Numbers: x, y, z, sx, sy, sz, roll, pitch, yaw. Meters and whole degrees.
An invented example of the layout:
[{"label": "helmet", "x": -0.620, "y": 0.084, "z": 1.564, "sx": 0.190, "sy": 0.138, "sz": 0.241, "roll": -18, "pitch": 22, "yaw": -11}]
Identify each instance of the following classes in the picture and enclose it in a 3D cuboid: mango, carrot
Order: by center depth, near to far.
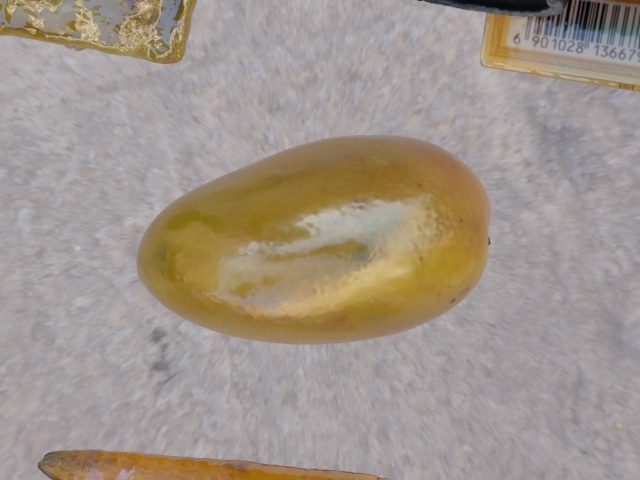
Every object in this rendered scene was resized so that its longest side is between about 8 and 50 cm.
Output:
[{"label": "carrot", "x": -0.055, "y": 0.161, "z": 0.794, "sx": 0.256, "sy": 0.061, "sz": 0.061, "roll": 6, "pitch": 90, "yaw": 17}, {"label": "mango", "x": 0.000, "y": 0.000, "z": 1.563, "sx": 0.445, "sy": 0.300, "sz": 0.232, "roll": -8, "pitch": 120, "yaw": -21}]

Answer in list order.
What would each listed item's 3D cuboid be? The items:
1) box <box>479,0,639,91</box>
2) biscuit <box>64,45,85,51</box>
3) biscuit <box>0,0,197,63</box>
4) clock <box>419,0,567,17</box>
[{"label": "box", "x": 0.272, "y": -0.139, "z": 0.926, "sx": 0.274, "sy": 0.174, "sz": 0.076, "roll": 13, "pitch": 102, "yaw": 22}, {"label": "biscuit", "x": -0.285, "y": -0.294, "z": 1.454, "sx": 0.043, "sy": 0.280, "sz": 0.183, "roll": -12, "pitch": 118, "yaw": -15}, {"label": "biscuit", "x": -0.186, "y": -0.235, "z": 1.079, "sx": 0.183, "sy": 0.039, "sz": 0.174, "roll": 4, "pitch": 122, "yaw": -17}, {"label": "clock", "x": -0.007, "y": -0.195, "z": 0.722, "sx": 0.325, "sy": 0.325, "sz": 0.067, "roll": 15, "pitch": 97, "yaw": -1}]
